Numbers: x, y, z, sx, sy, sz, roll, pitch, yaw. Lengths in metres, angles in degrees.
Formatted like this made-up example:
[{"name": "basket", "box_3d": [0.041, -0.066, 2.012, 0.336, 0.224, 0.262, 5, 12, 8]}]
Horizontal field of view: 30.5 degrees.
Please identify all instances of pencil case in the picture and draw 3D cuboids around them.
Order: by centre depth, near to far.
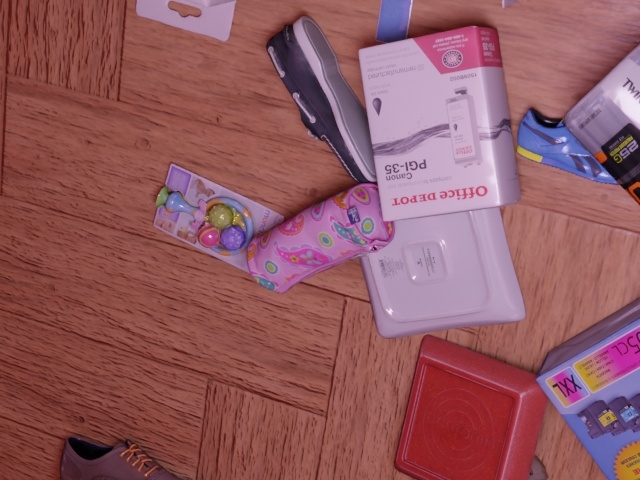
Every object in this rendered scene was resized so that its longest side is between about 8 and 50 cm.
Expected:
[{"name": "pencil case", "box_3d": [0.000, 0.000, 1.997, 0.284, 0.124, 0.124, -24, 96, 41]}]

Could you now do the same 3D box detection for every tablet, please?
[{"name": "tablet", "box_3d": [0.121, -0.363, 1.923, 0.054, 0.006, 0.083, 16, 111, 19]}]

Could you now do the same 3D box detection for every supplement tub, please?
[{"name": "supplement tub", "box_3d": [0.537, -0.125, 1.705, 0.338, 0.207, 0.207, 47, 118, 4]}]

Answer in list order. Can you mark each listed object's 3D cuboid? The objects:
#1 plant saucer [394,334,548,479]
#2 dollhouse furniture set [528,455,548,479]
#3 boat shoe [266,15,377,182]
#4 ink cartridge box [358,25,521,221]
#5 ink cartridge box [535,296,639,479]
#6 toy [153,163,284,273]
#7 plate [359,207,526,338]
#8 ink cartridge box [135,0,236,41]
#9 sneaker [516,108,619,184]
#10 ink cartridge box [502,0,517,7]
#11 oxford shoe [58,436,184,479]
[{"name": "plant saucer", "box_3d": [0.243, 0.321, 1.998, 0.258, 0.048, 0.259, 19, 101, 36]}, {"name": "dollhouse furniture set", "box_3d": [0.278, 0.406, 2.072, 0.182, 0.101, 0.161, -47, 60, 28]}, {"name": "boat shoe", "box_3d": [0.008, -0.223, 1.965, 0.091, 0.114, 0.302, -27, 82, 27]}, {"name": "ink cartridge box", "box_3d": [0.191, -0.181, 1.864, 0.207, 0.117, 0.283, -8, 92, 25]}, {"name": "ink cartridge box", "box_3d": [0.571, 0.292, 1.859, 0.270, 0.151, 0.395, -36, 91, 28]}, {"name": "toy", "box_3d": [-0.198, -0.029, 2.140, 0.237, 0.056, 0.137, 27, 116, 14]}, {"name": "plate", "box_3d": [0.186, 0.031, 1.999, 0.278, 0.045, 0.277, -10, 103, 26]}, {"name": "ink cartridge box", "box_3d": [-0.233, -0.520, 1.963, 0.207, 0.119, 0.353, 18, 113, 17]}, {"name": "sneaker", "box_3d": [0.409, -0.148, 1.829, 0.209, 0.069, 0.082, 20, 118, 18]}, {"name": "ink cartridge box", "box_3d": [0.257, -0.455, 1.773, 0.067, 0.115, 0.198, 2, 106, 22]}, {"name": "oxford shoe", "box_3d": [-0.373, 0.476, 2.340, 0.364, 0.130, 0.132, 6, 102, 22]}]
